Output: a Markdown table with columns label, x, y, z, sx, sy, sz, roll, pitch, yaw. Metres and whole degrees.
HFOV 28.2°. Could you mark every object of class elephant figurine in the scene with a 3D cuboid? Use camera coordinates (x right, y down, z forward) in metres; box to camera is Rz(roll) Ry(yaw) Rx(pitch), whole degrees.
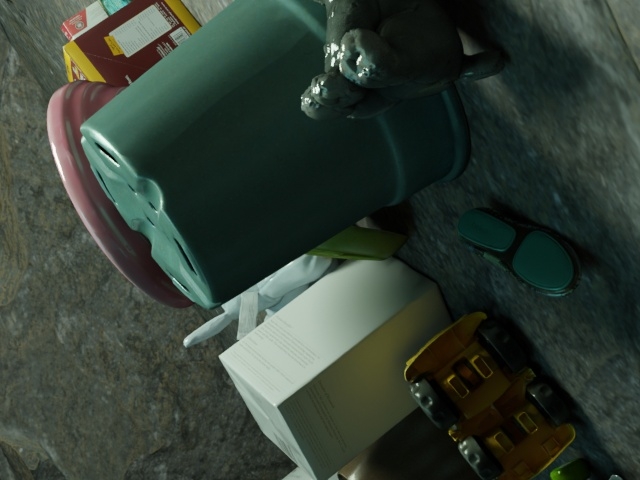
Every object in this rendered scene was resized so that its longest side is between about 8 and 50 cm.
| label | x | y | z | sx | sy | sz | roll | pitch | yaw |
| --- | --- | --- | --- | --- | --- | --- | --- | --- | --- |
| elephant figurine | 0.033 | -0.249 | 1.227 | 0.169 | 0.186 | 0.239 | -23 | 75 | 41 |

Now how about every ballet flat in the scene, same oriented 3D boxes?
| label | x | y | z | sx | sy | sz | roll | pitch | yaw |
| --- | --- | --- | --- | --- | --- | --- | --- | --- | --- |
| ballet flat | 0.230 | 0.016 | 1.402 | 0.188 | 0.070 | 0.070 | 39 | 160 | 48 |

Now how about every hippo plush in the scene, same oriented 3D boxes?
| label | x | y | z | sx | sy | sz | roll | pitch | yaw |
| --- | --- | --- | --- | --- | --- | --- | --- | --- | --- |
| hippo plush | -0.036 | 0.060 | 2.020 | 0.234 | 0.294 | 0.236 | -8 | 152 | 32 |

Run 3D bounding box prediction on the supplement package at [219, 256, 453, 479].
| label | x | y | z | sx | sy | sz | roll | pitch | yaw |
| --- | --- | --- | --- | --- | --- | --- | --- | --- | --- |
| supplement package | 0.038 | 0.175 | 1.859 | 0.177 | 0.293 | 0.175 | 34 | 155 | 52 |

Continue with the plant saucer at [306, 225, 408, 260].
| label | x | y | z | sx | sy | sz | roll | pitch | yaw |
| --- | --- | --- | --- | --- | --- | --- | --- | --- | --- |
| plant saucer | 0.000 | 0.000 | 1.759 | 0.241 | 0.241 | 0.037 | 178 | 99 | -72 |

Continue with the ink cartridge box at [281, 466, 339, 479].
| label | x | y | z | sx | sy | sz | roll | pitch | yaw |
| --- | --- | --- | --- | --- | --- | --- | --- | --- | --- |
| ink cartridge box | 0.065 | 0.422 | 2.307 | 0.129 | 0.307 | 0.223 | 53 | 165 | -2 |

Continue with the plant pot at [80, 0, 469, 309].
| label | x | y | z | sx | sy | sz | roll | pitch | yaw |
| --- | --- | --- | --- | --- | --- | --- | --- | --- | --- |
| plant pot | -0.068 | -0.117 | 1.448 | 0.341 | 0.334 | 0.341 | 49 | 164 | 19 |

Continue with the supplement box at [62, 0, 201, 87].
| label | x | y | z | sx | sy | sz | roll | pitch | yaw |
| --- | --- | --- | --- | --- | --- | --- | --- | --- | --- |
| supplement box | -0.266 | -0.258 | 1.993 | 0.191 | 0.194 | 0.129 | 51 | 165 | 8 |

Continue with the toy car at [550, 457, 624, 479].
| label | x | y | z | sx | sy | sz | roll | pitch | yaw |
| --- | --- | --- | --- | --- | --- | --- | --- | --- | --- |
| toy car | 0.361 | 0.368 | 1.653 | 0.155 | 0.149 | 0.188 | 62 | 155 | 7 |

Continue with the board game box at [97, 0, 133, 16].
| label | x | y | z | sx | sy | sz | roll | pitch | yaw |
| --- | --- | --- | --- | --- | --- | --- | --- | --- | --- |
| board game box | -0.348 | -0.413 | 2.216 | 0.126 | 0.026 | 0.186 | 55 | 165 | -8 |

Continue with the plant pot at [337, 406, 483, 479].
| label | x | y | z | sx | sy | sz | roll | pitch | yaw |
| --- | --- | --- | --- | --- | --- | --- | --- | --- | --- |
| plant pot | 0.148 | 0.342 | 2.028 | 0.215 | 0.230 | 0.215 | 48 | 164 | 18 |

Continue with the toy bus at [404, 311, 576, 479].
| label | x | y | z | sx | sy | sz | roll | pitch | yaw |
| --- | --- | --- | --- | --- | --- | --- | --- | --- | --- |
| toy bus | 0.218 | 0.210 | 1.726 | 0.220 | 0.149 | 0.211 | 51 | 178 | 0 |

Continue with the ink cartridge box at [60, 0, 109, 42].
| label | x | y | z | sx | sy | sz | roll | pitch | yaw |
| --- | --- | --- | --- | --- | --- | --- | --- | --- | --- |
| ink cartridge box | -0.395 | -0.362 | 2.329 | 0.135 | 0.099 | 0.056 | 56 | 165 | -8 |

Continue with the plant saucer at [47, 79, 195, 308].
| label | x | y | z | sx | sy | sz | roll | pitch | yaw |
| --- | --- | --- | --- | --- | --- | --- | --- | --- | --- |
| plant saucer | -0.224 | -0.074 | 1.670 | 0.332 | 0.084 | 0.332 | 55 | -165 | -23 |
